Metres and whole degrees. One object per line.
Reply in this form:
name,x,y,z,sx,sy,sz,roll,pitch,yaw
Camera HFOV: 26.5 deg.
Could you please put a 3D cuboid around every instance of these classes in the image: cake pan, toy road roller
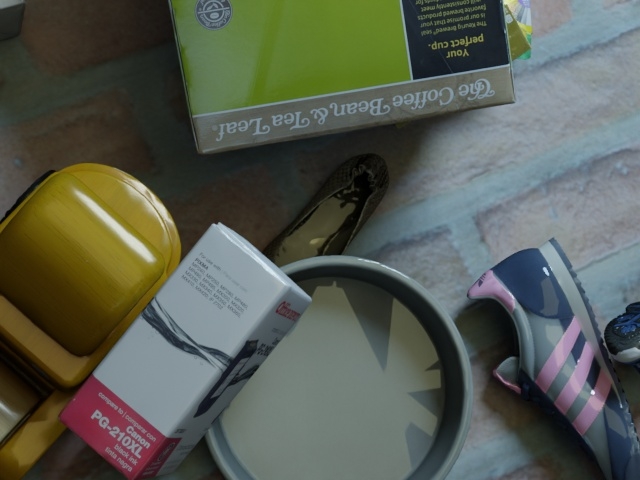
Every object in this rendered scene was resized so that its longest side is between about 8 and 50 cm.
cake pan,0.015,0.163,1.454,0.293,0.054,0.293,0,88,-6
toy road roller,-0.279,0.067,1.325,0.202,0.240,0.329,42,69,-3

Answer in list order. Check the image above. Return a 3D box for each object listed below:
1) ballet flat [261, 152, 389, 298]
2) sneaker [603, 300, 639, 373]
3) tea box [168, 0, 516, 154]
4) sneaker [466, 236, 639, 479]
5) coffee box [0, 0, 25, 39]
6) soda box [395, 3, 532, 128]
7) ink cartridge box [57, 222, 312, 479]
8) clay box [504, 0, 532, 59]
ballet flat,0.000,0.000,1.518,0.084,0.058,0.250,39,72,-5
sneaker,0.380,0.115,1.544,0.211,0.080,0.081,-15,90,-63
tea box,0.009,-0.279,1.414,0.329,0.220,0.324,-8,101,0
sneaker,0.272,0.166,1.550,0.131,0.112,0.319,-21,84,3
coffee box,-0.426,-0.330,1.456,0.141,0.098,0.246,-18,82,-19
soda box,0.149,-0.201,1.573,0.181,0.058,0.061,-31,98,4
ink cartridge box,-0.125,0.111,1.329,0.100,0.172,0.237,39,89,9
clay box,0.187,-0.322,1.655,0.127,0.053,0.222,2,78,-13
